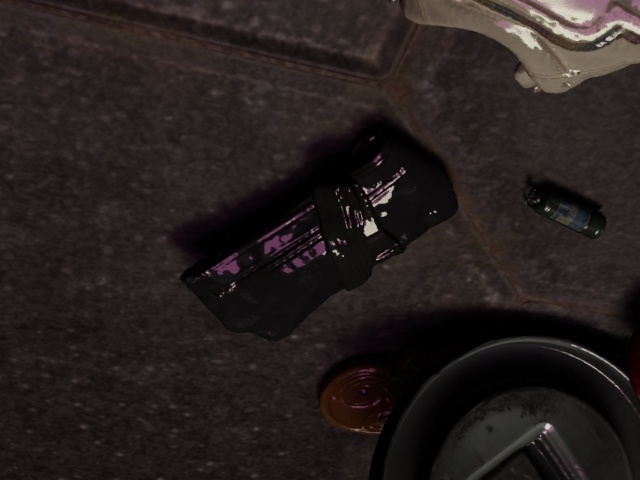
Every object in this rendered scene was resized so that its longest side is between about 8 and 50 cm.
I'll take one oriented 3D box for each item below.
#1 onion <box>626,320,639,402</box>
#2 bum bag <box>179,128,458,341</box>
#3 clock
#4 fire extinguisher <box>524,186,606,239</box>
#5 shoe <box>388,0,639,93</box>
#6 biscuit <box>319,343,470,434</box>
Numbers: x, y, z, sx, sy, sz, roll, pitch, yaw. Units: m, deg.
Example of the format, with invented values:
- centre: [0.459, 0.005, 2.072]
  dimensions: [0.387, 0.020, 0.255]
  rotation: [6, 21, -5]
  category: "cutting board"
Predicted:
- centre: [0.351, 0.118, 1.298]
  dimensions: [0.131, 0.131, 0.131]
  rotation: [-1, 138, -1]
  category: "onion"
- centre: [0.000, 0.000, 1.199]
  dimensions: [0.248, 0.060, 0.123]
  rotation: [-31, 132, 25]
  category: "bum bag"
- centre: [0.196, 0.245, 1.319]
  dimensions: [0.313, 0.312, 0.061]
  rotation: [11, 172, -14]
  category: "clock"
- centre: [0.209, -0.026, 1.206]
  dimensions: [0.083, 0.025, 0.038]
  rotation: [23, 155, -26]
  category: "fire extinguisher"
- centre: [0.213, -0.181, 0.966]
  dimensions: [0.342, 0.132, 0.210]
  rotation: [18, 138, -15]
  category: "shoe"
- centre: [0.080, 0.153, 1.397]
  dimensions: [0.175, 0.026, 0.124]
  rotation: [-21, 135, 20]
  category: "biscuit"
